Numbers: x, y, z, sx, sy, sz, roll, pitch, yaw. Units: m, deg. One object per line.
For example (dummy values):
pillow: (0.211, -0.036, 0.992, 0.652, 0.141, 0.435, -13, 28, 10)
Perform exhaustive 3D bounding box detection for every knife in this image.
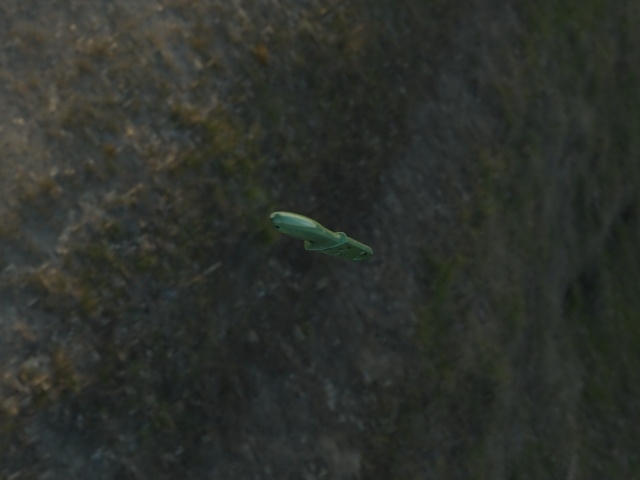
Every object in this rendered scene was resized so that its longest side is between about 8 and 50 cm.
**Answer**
knife: (0.000, 0.000, 0.962, 0.207, 0.030, 0.014, 22, 53, -69)
